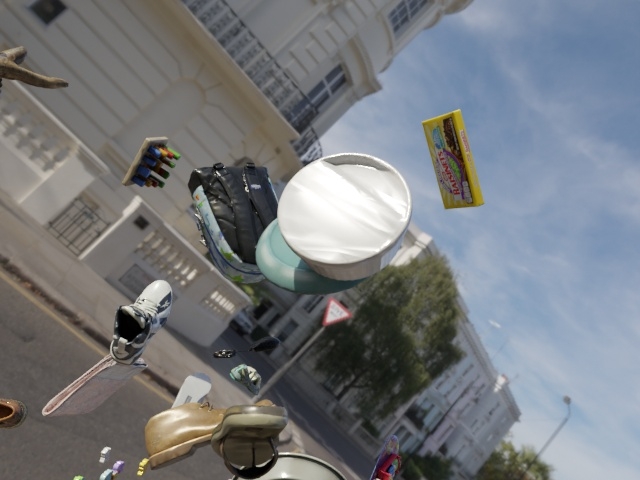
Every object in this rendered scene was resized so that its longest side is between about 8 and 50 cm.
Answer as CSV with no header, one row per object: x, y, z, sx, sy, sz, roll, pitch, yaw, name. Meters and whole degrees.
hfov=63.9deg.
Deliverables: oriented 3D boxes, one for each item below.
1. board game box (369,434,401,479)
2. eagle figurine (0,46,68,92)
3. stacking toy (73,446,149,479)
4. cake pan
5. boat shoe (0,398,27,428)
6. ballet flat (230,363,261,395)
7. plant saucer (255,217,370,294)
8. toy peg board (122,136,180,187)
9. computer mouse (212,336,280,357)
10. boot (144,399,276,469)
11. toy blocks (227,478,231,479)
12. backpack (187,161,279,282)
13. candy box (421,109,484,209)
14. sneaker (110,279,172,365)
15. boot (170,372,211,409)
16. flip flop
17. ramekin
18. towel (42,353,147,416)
0.155,0.532,1.164,0.033,0.169,0.133,14,-29,31,board game box
-0.596,-0.240,0.805,0.298,0.225,0.226,-4,-36,38,eagle figurine
-0.711,0.792,1.756,0.166,0.052,0.221,14,4,6,stacking toy
-0.069,0.605,1.152,0.293,0.293,0.054,46,18,-16,cake pan
-0.628,0.305,0.918,0.177,0.064,0.060,5,-24,-15,boat shoe
-0.224,0.447,1.649,0.070,0.070,0.188,37,-15,30,ballet flat
0.000,0.000,1.211,0.317,0.317,0.044,35,-34,38,plant saucer
-0.512,-0.230,1.590,0.079,0.161,0.161,32,12,-4,toy peg board
-0.262,0.377,1.823,0.071,0.241,0.041,-169,-109,-73,computer mouse
-0.252,0.414,1.191,0.112,0.305,0.115,110,-40,-57,boot
-0.283,0.761,1.310,0.288,0.260,0.309,6,11,-37,toy blocks
-0.245,-0.042,1.631,0.356,0.290,0.273,54,-46,28,backpack
0.286,-0.170,1.115,0.105,0.027,0.206,0,-71,64,candy box
-0.429,0.175,1.245,0.094,0.235,0.153,31,-35,-1,sneaker
-0.456,0.557,1.713,0.095,0.123,0.258,33,24,-1,boot
-0.103,0.311,0.767,0.277,0.112,0.080,115,-28,-56,flip flop
0.055,-0.041,1.072,0.272,0.273,0.127,38,-17,27,ramekin
-0.859,0.565,1.994,0.053,0.317,0.332,49,-9,15,towel
